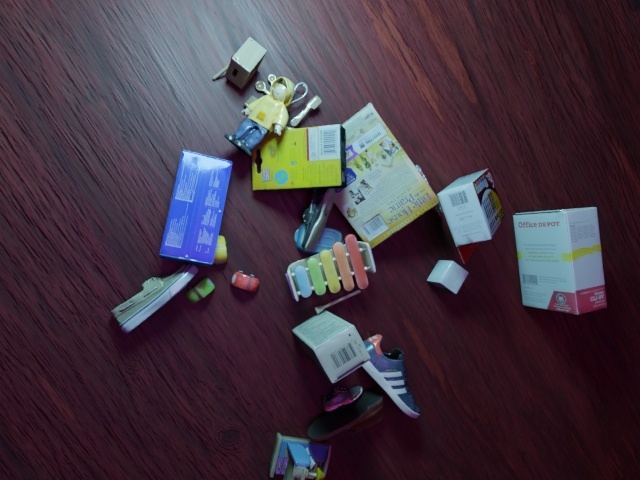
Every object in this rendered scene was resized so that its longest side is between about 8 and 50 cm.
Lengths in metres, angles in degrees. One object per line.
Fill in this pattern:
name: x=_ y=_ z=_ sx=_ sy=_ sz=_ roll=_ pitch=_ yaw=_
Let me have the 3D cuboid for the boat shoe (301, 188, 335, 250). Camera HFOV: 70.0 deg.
boat shoe: x=-0.021 y=-0.078 z=1.587 sx=0.079 sy=0.084 sz=0.233 roll=19 pitch=89 yaw=21

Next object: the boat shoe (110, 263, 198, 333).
boat shoe: x=-0.526 y=0.167 z=1.451 sx=0.302 sy=0.109 sz=0.094 roll=-41 pitch=99 yaw=-9

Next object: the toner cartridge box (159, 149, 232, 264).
toner cartridge box: x=-0.398 y=-0.101 z=1.472 sx=0.165 sy=0.075 sz=0.348 roll=12 pitch=77 yaw=-15

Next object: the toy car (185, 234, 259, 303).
toy car: x=-0.349 y=0.130 z=1.528 sx=0.225 sy=0.053 sz=0.239 roll=-39 pitch=100 yaw=-13

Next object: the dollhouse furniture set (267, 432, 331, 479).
dollhouse furniture set: x=-0.050 y=0.815 z=1.490 sx=0.198 sy=0.303 sz=0.287 roll=15 pitch=86 yaw=-15

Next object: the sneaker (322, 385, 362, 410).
sneaker: x=0.077 y=0.556 z=1.654 sx=0.157 sy=0.061 sz=0.065 roll=-23 pitch=90 yaw=-16

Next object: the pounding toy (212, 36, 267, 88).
pounding toy: x=-0.270 y=-0.582 z=1.519 sx=0.100 sy=0.141 sz=0.130 roll=36 pitch=66 yaw=-13

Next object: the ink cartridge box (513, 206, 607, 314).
ink cartridge box: x=0.925 y=0.070 z=1.782 sx=0.160 sy=0.279 sz=0.385 roll=-8 pitch=93 yaw=-17

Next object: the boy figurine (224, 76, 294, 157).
boy figurine: x=-0.176 y=-0.407 z=1.497 sx=0.177 sy=0.092 sz=0.285 roll=41 pitch=90 yaw=27

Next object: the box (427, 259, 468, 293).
box: x=0.485 y=0.138 z=1.746 sx=0.087 sy=0.101 sz=0.102 roll=36 pitch=81 yaw=-13

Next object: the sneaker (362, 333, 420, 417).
sneaker: x=0.277 y=0.491 z=1.672 sx=0.148 sy=0.131 sz=0.350 roll=-42 pitch=101 yaw=-8

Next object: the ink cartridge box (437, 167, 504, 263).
ink cartridge box: x=0.570 y=-0.095 z=1.673 sx=0.309 sy=0.130 sz=0.272 roll=-32 pitch=103 yaw=-55

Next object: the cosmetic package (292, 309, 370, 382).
cosmetic package: x=0.027 y=0.341 z=1.514 sx=0.153 sy=0.296 sz=0.129 roll=-29 pitch=99 yaw=-13

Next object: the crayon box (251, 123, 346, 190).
crayon box: x=-0.074 y=-0.272 z=1.541 sx=0.318 sy=0.081 sz=0.202 roll=0 pitch=91 yaw=17

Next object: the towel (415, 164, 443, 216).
towel: x=0.399 y=-0.188 z=1.705 sx=0.029 sy=0.144 sz=0.197 roll=-28 pitch=98 yaw=13

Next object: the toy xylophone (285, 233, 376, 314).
toy xylophone: x=0.044 y=0.127 z=1.605 sx=0.322 sy=0.081 sz=0.236 roll=-27 pitch=107 yaw=-9

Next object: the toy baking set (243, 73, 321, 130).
toy baking set: x=-0.131 y=-0.469 z=1.582 sx=0.256 sy=0.030 sz=0.197 roll=15 pitch=84 yaw=-7

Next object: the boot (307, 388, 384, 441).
boot: x=0.102 y=0.653 z=1.632 sx=0.305 sy=0.112 sz=0.115 roll=-20 pitch=112 yaw=-21

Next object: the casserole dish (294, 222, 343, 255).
casserole dish: x=0.000 y=0.000 z=1.639 sx=0.188 sy=0.037 sz=0.114 roll=12 pitch=86 yaw=-15

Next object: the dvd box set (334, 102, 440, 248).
dvd box set: x=0.175 y=-0.218 z=1.609 sx=0.307 sy=0.062 sz=0.420 roll=-36 pitch=101 yaw=16
